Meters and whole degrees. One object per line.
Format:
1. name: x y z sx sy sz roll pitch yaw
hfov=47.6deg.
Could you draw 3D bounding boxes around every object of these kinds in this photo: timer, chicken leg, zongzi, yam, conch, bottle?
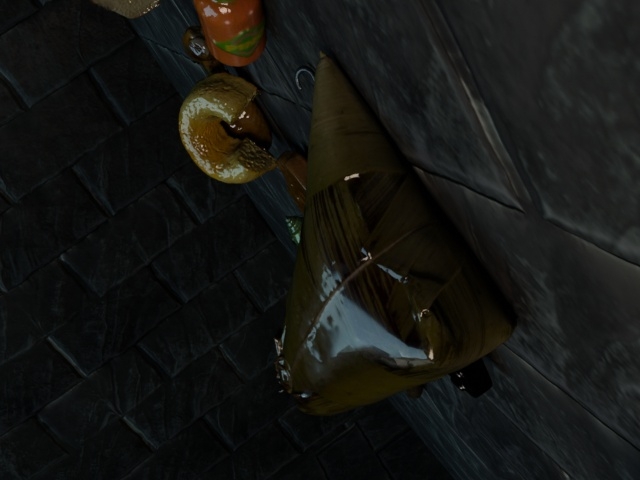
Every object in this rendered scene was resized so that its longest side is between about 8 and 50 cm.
1. timer: 0.131 0.080 0.836 0.144 0.055 0.187 41 162 56
2. chicken leg: -0.150 -0.232 1.172 0.107 0.087 0.251 9 139 33
3. zongzi: 0.008 0.013 0.711 0.274 0.145 0.300 -36 81 49
4. yam: 0.206 0.310 1.603 0.045 0.045 0.327 29 167 15
5. conch: -0.004 0.002 1.395 0.201 0.080 0.095 47 -159 -56
6. bottle: -0.090 -0.232 0.698 0.069 0.069 0.187 54 175 7
7. yam: -0.351 -0.456 1.205 0.238 0.128 0.129 48 173 46

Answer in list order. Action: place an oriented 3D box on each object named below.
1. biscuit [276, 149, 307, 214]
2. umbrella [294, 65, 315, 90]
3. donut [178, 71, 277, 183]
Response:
1. biscuit: -0.001 -0.058 1.138 0.186 0.044 0.295 50 175 10
2. umbrella: 0.041 -0.056 0.744 0.044 0.044 0.269 -15 106 43
3. donut: -0.153 -0.165 1.125 0.146 0.078 0.181 4 130 23
